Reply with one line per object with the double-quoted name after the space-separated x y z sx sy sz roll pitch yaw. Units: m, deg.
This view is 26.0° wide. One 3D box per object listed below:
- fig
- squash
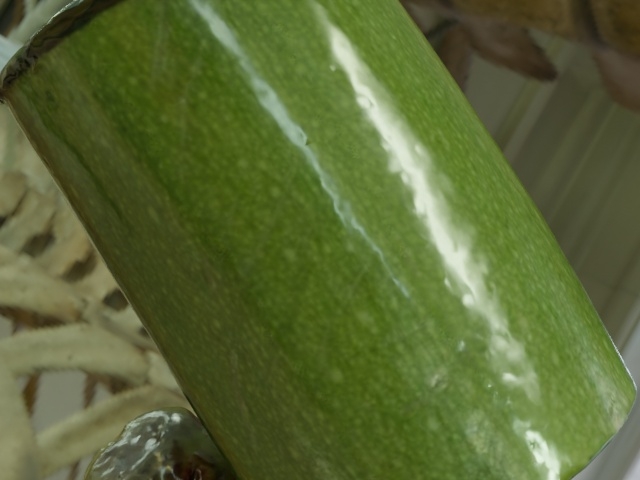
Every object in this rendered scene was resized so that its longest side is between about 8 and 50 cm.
-0.119 0.217 1.097 0.154 0.165 0.144 -21 54 -43 "fig"
0.000 0.000 0.887 0.384 0.263 0.263 58 -7 -3 "squash"
